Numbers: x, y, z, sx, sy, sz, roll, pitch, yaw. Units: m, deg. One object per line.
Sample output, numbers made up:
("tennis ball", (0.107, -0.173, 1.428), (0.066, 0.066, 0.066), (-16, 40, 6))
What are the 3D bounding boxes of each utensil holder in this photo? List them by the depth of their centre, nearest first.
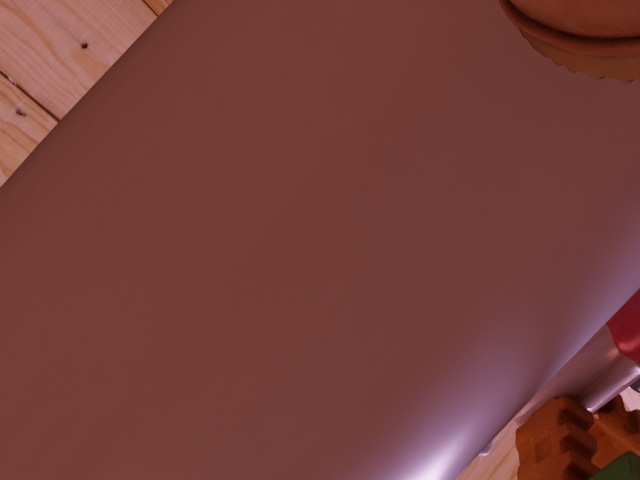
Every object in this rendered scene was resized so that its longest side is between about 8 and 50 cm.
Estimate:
("utensil holder", (0.000, 0.000, 0.617), (0.327, 0.385, 0.327), (42, 179, 1))

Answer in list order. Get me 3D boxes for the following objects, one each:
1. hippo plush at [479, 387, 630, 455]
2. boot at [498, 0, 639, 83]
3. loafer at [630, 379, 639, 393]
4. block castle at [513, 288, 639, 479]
("hippo plush", (0.228, 0.136, 1.146), (0.234, 0.236, 0.294), (44, 178, -4))
("boot", (0.072, -0.158, 0.252), (0.269, 0.089, 0.236), (44, 168, -32))
("loafer", (0.286, 0.057, 0.932), (0.078, 0.080, 0.220), (-9, 136, 45))
("block castle", (0.277, 0.224, 0.574), (0.303, 0.213, 0.453), (37, -150, -13))
